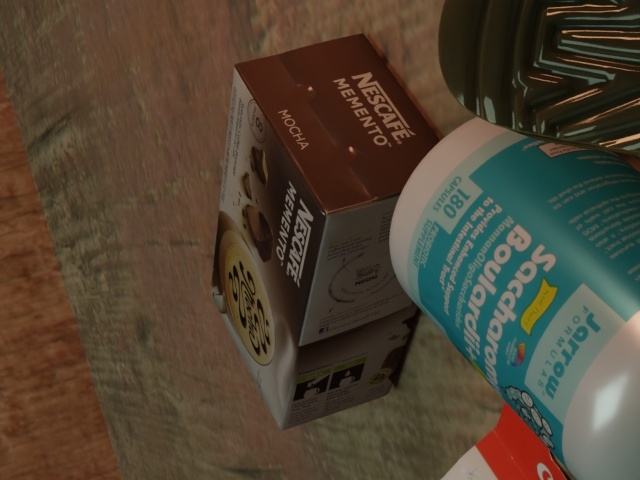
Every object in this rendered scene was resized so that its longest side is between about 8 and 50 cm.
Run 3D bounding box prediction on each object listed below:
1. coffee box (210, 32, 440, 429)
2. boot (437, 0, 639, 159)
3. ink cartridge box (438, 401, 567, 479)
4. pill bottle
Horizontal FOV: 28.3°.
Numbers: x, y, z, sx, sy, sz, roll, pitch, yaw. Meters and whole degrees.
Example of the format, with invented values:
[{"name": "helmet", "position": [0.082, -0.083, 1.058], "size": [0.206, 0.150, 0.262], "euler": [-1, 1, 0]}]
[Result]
[{"name": "coffee box", "position": [0.000, 0.000, 1.057], "size": [0.168, 0.118, 0.297], "euler": [60, 154, 31]}, {"name": "boot", "position": [0.193, -0.049, 0.455], "size": [0.236, 0.269, 0.089], "euler": [21, 99, 29]}, {"name": "ink cartridge box", "position": [0.153, 0.241, 0.962], "size": [0.189, 0.066, 0.232], "euler": [56, 156, 35]}, {"name": "pill bottle", "position": [0.160, 0.045, 0.686], "size": [0.264, 0.146, 0.146], "euler": [48, 147, 45]}]
